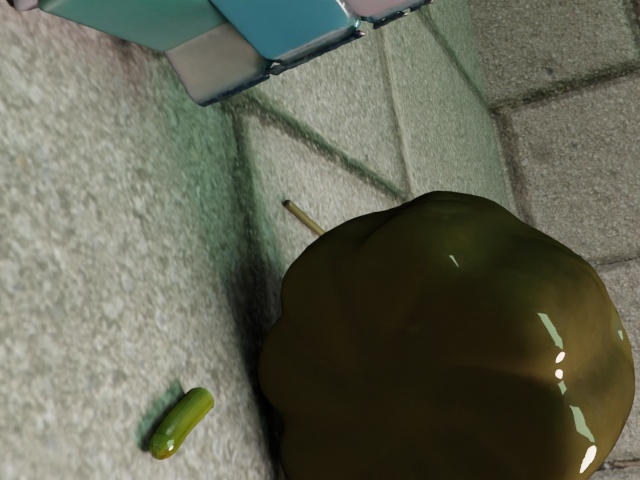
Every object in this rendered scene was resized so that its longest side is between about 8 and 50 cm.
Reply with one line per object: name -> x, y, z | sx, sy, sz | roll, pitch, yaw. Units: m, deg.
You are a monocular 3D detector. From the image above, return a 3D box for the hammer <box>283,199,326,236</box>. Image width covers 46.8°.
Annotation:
hammer -> 0.000, 0.000, 1.017 | 0.195, 0.028, 0.060 | 39, 49, -50

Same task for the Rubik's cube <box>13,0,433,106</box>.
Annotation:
Rubik's cube -> -0.064, -0.332, 0.596 | 0.368, 0.387, 0.358 | 61, 25, -23

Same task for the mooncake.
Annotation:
mooncake -> 0.113, 0.142, 0.765 | 0.201, 0.378, 0.378 | -30, 105, -60

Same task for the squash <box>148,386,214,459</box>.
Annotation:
squash -> -0.121, 0.157, 0.633 | 0.027, 0.027, 0.083 | 71, 24, -13
